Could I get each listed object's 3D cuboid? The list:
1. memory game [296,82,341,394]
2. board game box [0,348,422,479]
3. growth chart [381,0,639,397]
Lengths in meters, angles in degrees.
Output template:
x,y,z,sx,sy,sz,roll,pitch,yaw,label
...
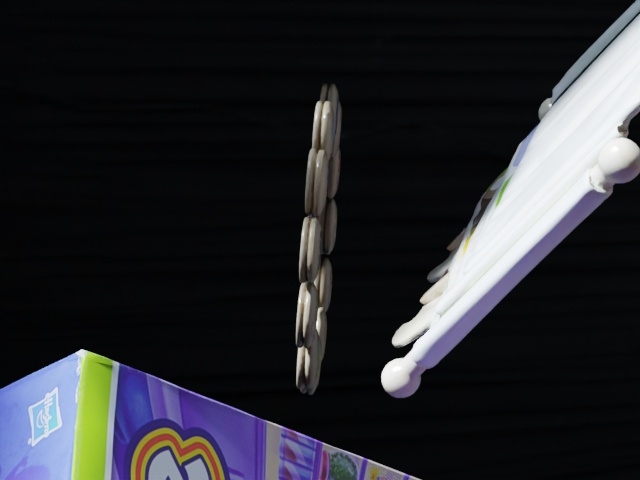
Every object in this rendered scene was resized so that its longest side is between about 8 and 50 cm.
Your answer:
x,y,z,sx,sy,sz,roll,pitch,yaw,label
0.000,0.000,0.896,0.186,0.012,0.186,4,-90,-87,memory game
-0.003,0.229,0.383,0.078,0.233,0.347,-26,52,37,board game box
0.105,-0.041,0.651,0.172,0.021,0.237,-48,5,42,growth chart
